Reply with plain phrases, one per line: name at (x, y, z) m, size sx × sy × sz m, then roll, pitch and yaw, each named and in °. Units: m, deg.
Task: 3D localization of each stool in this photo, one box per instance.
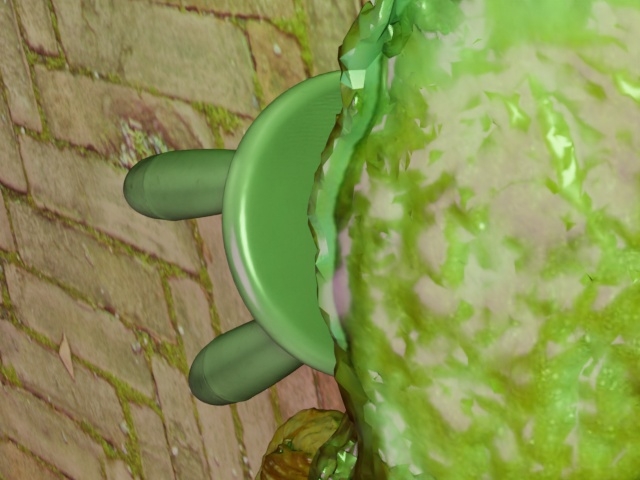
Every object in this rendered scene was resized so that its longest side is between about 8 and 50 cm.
stool at (0.000, 0.000, 1.182) m, size 0.198 × 0.195 × 0.195 m, roll -18°, pitch 92°, yaw 67°

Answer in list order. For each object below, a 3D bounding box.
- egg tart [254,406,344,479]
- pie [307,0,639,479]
egg tart at (0.058, 0.250, 1.308) m, size 0.290 × 0.115 × 0.290 m, roll 34°, pitch 134°, yaw 45°
pie at (0.200, 0.028, 0.777) m, size 0.418 × 0.180 × 0.395 m, roll 13°, pitch 118°, yaw 20°
